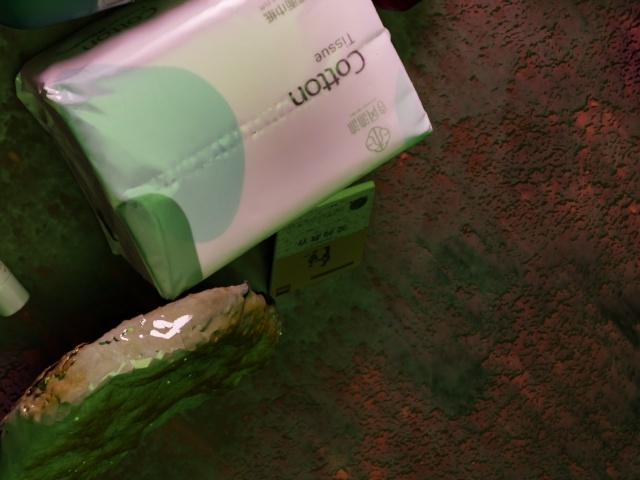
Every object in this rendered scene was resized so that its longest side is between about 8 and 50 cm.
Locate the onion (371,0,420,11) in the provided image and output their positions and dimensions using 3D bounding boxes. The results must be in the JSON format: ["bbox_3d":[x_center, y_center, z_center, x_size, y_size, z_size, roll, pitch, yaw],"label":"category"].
[{"bbox_3d":[0.080,-0.349,1.866,0.135,0.198,0.173,17,119,13],"label":"onion"}]

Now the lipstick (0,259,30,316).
[{"bbox_3d":[-0.367,0.020,1.812,0.040,0.040,0.141,-41,117,-8],"label":"lipstick"}]

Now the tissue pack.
[{"bbox_3d":[-0.102,-0.146,1.794,0.356,0.194,0.266,-33,114,-12],"label":"tissue pack"}]

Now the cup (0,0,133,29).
[{"bbox_3d":[-0.241,-0.355,1.647,0.258,0.219,0.289,-22,135,-16],"label":"cup"}]

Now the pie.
[{"bbox_3d":[-0.199,0.159,1.811,0.371,0.296,0.078,-30,74,-14],"label":"pie"}]

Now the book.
[{"bbox_3d":[0.000,0.000,1.921,0.118,0.012,0.172,-20,152,-16],"label":"book"}]
